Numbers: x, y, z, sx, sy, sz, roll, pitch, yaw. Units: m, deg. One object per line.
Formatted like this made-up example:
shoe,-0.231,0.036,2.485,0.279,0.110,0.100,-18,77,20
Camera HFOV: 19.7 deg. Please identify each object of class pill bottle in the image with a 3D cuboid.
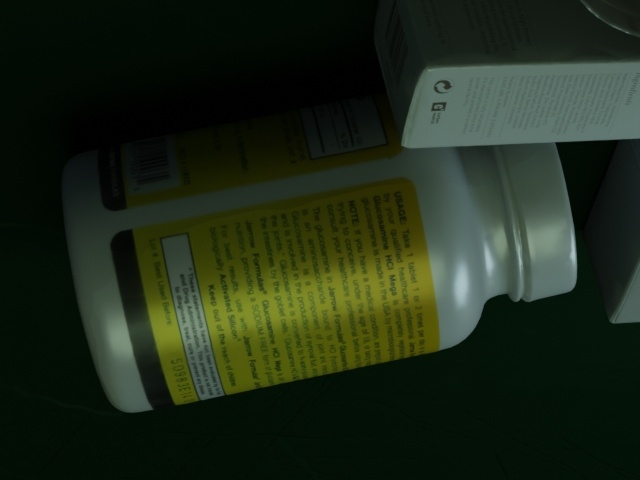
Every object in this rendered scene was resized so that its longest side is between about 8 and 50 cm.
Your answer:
pill bottle,0.000,0.000,1.287,0.334,0.188,0.188,-11,142,-1

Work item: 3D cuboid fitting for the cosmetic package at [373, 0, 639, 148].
cosmetic package,0.161,-0.131,1.227,0.231,0.117,0.085,-1,142,-12

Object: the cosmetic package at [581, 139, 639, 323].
cosmetic package,0.293,-0.045,1.387,0.127,0.107,0.238,-1,144,-15

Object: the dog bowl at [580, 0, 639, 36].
dog bowl,0.286,-0.262,1.068,0.349,0.102,0.348,-15,151,-8
